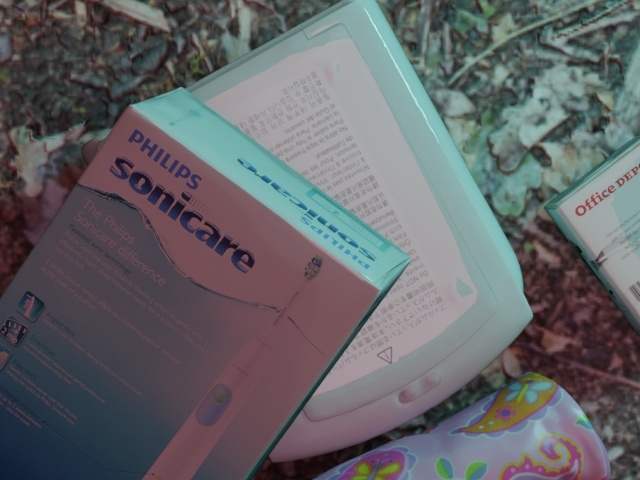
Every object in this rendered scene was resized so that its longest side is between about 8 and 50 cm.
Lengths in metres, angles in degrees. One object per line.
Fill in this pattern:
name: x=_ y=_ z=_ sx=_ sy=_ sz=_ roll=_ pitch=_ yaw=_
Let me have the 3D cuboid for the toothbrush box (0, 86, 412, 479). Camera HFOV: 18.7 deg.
toothbrush box: x=-0.111 y=0.073 z=1.387 sx=0.216 sy=0.126 sz=0.295 roll=36 pitch=106 yaw=4

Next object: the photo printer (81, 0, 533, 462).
photo printer: x=0.000 y=0.000 z=1.494 sx=0.256 sy=0.107 sz=0.307 roll=-30 pitch=94 yaw=-1

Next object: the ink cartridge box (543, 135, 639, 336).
ink cartridge box: x=0.257 y=-0.003 z=1.539 sx=0.099 sy=0.056 sz=0.135 roll=-37 pitch=94 yaw=-3

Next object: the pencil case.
pencil case: x=0.077 y=0.205 z=1.473 sx=0.284 sy=0.124 sz=0.124 roll=-25 pitch=93 yaw=-19
